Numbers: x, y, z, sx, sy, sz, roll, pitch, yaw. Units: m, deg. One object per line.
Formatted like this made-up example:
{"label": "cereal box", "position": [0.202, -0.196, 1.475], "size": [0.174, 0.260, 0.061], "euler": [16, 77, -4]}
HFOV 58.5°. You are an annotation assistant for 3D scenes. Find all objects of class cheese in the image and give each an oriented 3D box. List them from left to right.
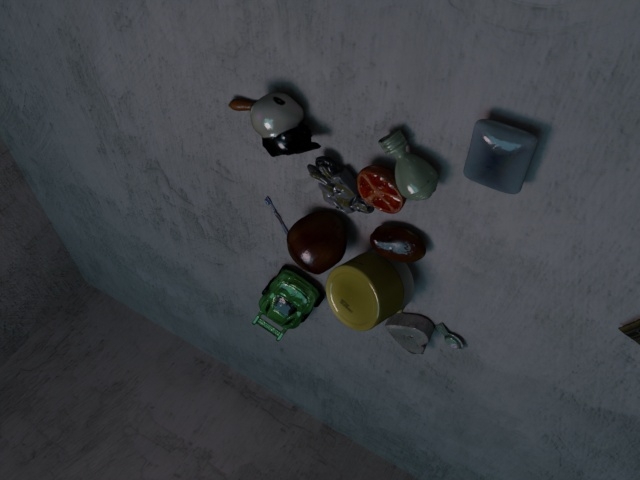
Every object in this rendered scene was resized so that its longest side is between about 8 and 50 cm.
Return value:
{"label": "cheese", "position": [0.445, 0.334, 1.969], "size": [0.121, 0.026, 0.067], "euler": [45, 149, 2]}

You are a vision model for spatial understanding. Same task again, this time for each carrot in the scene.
{"label": "carrot", "position": [-0.208, -0.388, 1.635], "size": [0.142, 0.035, 0.035], "euler": [8, 140, 27]}

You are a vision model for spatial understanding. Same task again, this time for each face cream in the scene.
{"label": "face cream", "position": [0.153, 0.150, 1.787], "size": [0.218, 0.179, 0.218], "euler": [20, 120, 38]}

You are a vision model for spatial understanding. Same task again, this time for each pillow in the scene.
{"label": "pillow", "position": [0.873, 0.264, 1.442], "size": [0.203, 0.038, 0.113], "euler": [34, 149, 5]}

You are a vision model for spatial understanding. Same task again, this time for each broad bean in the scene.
{"label": "broad bean", "position": [0.231, 0.008, 1.687], "size": [0.165, 0.084, 0.114], "euler": [11, 139, 25]}

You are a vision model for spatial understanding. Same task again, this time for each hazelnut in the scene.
{"label": "hazelnut", "position": [0.000, 0.000, 1.825], "size": [0.208, 0.208, 0.208], "euler": [25, 147, 18]}

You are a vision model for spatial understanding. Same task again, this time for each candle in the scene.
{"label": "candle", "position": [0.314, 0.323, 2.043], "size": [0.168, 0.068, 0.192], "euler": [28, 149, 12]}

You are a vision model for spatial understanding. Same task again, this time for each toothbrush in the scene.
{"label": "toothbrush", "position": [-0.148, -0.078, 2.008], "size": [0.013, 0.019, 0.193], "euler": [7, 140, 38]}

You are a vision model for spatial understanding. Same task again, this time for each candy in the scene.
{"label": "candy", "position": [0.397, -0.185, 1.271], "size": [0.138, 0.071, 0.174], "euler": [24, 148, 18]}

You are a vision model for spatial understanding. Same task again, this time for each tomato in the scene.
{"label": "tomato", "position": [0.175, -0.147, 1.543], "size": [0.155, 0.069, 0.155], "euler": [32, 154, 17]}

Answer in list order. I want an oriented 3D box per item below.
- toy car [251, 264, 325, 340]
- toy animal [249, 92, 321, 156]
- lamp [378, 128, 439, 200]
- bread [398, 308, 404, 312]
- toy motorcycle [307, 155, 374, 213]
{"label": "toy car", "position": [-0.140, 0.256, 2.298], "size": [0.213, 0.176, 0.358], "euler": [36, 149, -2]}
{"label": "toy animal", "position": [-0.099, -0.313, 1.543], "size": [0.166, 0.138, 0.179], "euler": [-13, 118, 28]}
{"label": "lamp", "position": [0.221, -0.185, 1.428], "size": [0.106, 0.106, 0.193], "euler": [-14, 114, 52]}
{"label": "bread", "position": [0.248, 0.183, 1.903], "size": [0.080, 0.084, 0.109], "euler": [18, 145, 24]}
{"label": "toy motorcycle", "position": [0.050, -0.149, 1.663], "size": [0.225, 0.073, 0.152], "euler": [43, 151, -13]}
